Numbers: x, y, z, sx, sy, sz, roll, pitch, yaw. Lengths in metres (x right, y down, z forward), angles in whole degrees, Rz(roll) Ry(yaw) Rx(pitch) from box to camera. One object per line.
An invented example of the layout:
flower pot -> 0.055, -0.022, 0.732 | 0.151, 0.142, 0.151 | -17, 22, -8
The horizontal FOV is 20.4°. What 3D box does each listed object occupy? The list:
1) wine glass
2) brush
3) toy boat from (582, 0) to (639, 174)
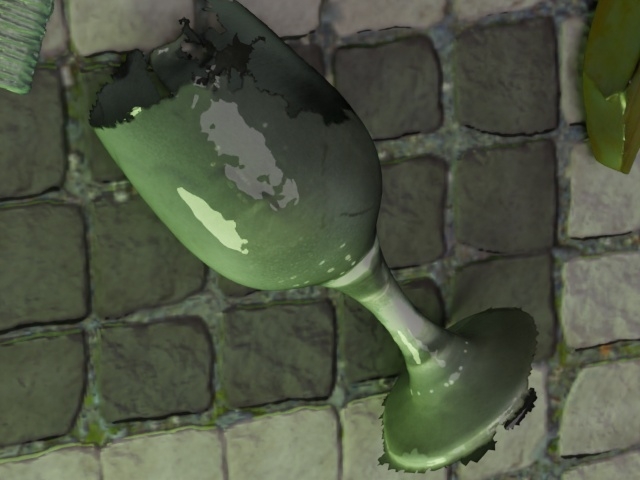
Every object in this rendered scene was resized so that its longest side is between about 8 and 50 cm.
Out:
wine glass -> 0.000, 0.000, 1.092 | 0.143, 0.143, 0.321 | -45, 117, -3
brush -> -0.258, -0.150, 1.016 | 0.218, 0.010, 0.083 | 15, 101, -23
toy boat -> 0.216, -0.129, 1.180 | 0.066, 0.065, 0.172 | 8, 107, -43
